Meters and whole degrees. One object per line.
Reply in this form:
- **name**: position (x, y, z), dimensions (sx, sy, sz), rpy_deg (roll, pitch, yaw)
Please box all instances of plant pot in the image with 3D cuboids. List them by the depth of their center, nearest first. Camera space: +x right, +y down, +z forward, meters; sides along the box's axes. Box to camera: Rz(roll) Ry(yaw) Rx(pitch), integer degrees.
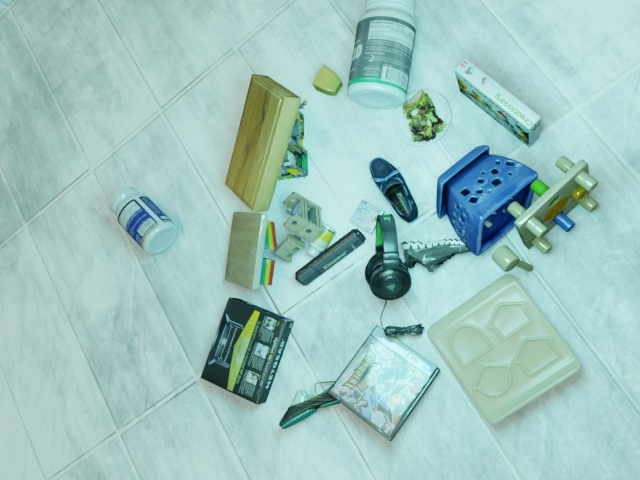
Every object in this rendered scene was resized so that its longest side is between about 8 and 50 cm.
- **plant pot**: position (0.484, -0.132, 1.753), dimensions (0.236, 0.236, 0.212), rpy_deg (-39, 62, -12)
- **plant pot**: position (0.032, -0.566, 2.084), dimensions (0.083, 0.081, 0.081), rpy_deg (34, 94, 11)

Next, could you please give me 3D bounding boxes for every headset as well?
- **headset**: position (0.239, 0.112, 1.844), dimensions (0.185, 0.243, 0.394), rpy_deg (-1, 97, 0)

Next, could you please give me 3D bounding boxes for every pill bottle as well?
- **pill bottle**: position (0.214, -0.649, 1.962), dimensions (0.204, 0.204, 0.361), rpy_deg (7, 84, 21)
- **pill bottle**: position (0.000, 0.000, 2.017), dimensions (0.065, 0.065, 0.116), rpy_deg (33, 94, 21)
- **pill bottle**: position (-0.685, -0.082, 2.229), dimensions (0.264, 0.153, 0.153), rpy_deg (42, 97, 20)

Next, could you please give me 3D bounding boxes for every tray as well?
- **tray**: position (-0.204, -0.324, 1.953), dimensions (0.203, 0.076, 0.411), rpy_deg (42, 124, 37)

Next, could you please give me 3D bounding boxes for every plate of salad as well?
- **plate of salad**: position (0.342, -0.420, 1.965), dimensions (0.199, 0.048, 0.200), rpy_deg (-3, 81, 19)

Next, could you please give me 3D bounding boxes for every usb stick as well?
- **usb stick**: position (0.032, 0.059, 1.993), dimensions (0.278, 0.077, 0.045), rpy_deg (-37, 45, 11)

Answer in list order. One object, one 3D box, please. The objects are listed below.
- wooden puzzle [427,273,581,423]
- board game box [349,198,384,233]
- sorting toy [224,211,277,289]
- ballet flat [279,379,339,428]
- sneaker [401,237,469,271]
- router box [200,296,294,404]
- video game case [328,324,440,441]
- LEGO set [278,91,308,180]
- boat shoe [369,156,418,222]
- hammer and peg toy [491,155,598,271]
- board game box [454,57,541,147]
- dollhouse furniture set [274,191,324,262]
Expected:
- **wooden puzzle**: position (0.552, 0.327, 1.770), dimensions (0.322, 0.080, 0.348), rpy_deg (-37, 67, 11)
- **board game box**: position (0.161, -0.083, 1.995), dimensions (0.090, 0.020, 0.090), rpy_deg (32, 93, 21)
- **sorting toy**: position (-0.234, 0.033, 2.030), dimensions (0.257, 0.089, 0.256), rpy_deg (8, 90, 60)
- **ballet flat**: position (-0.020, 0.534, 1.940), dimensions (0.280, 0.095, 0.096), rpy_deg (-25, 64, 4)
- **sneaker**: position (0.379, 0.049, 1.872), dimensions (0.234, 0.078, 0.106), rpy_deg (-4, 87, 20)
- **router box**: position (-0.259, 0.384, 2.045), dimensions (0.243, 0.081, 0.309), rpy_deg (19, 89, 21)
- **video game case**: position (0.203, 0.450, 1.854), dimensions (0.248, 0.035, 0.275), rpy_deg (34, 77, 21)
- **LEGO set**: position (-0.171, -0.354, 2.062), dimensions (0.254, 0.192, 0.331), rpy_deg (3, 83, 20)
- **boat shoe**: position (0.250, -0.182, 1.941), dimensions (0.109, 0.089, 0.258), rpy_deg (-40, 71, 10)
- **hammer and peg toy**: position (0.642, -0.059, 1.699), dimensions (0.361, 0.266, 0.127), rpy_deg (-45, 61, 8)
- **board game box**: position (0.555, -0.429, 1.813), dimensions (0.053, 0.193, 0.305), rpy_deg (-47, 70, 7)
- **dollhouse furniture set**: position (-0.099, -0.047, 2.013), dimensions (0.183, 0.129, 0.129), rpy_deg (-43, 32, 29)
